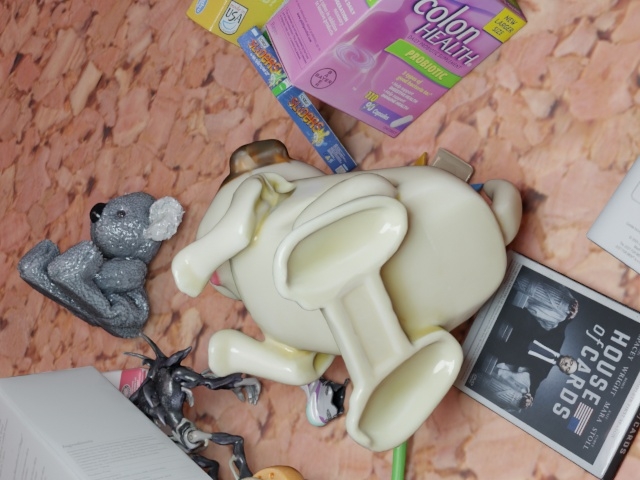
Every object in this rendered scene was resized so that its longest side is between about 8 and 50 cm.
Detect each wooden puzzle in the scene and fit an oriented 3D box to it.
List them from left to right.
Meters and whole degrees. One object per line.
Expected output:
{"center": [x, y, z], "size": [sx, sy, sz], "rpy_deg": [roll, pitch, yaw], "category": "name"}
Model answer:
{"center": [0.160, -0.076, 1.472], "size": [0.116, 0.014, 0.078], "rpy_deg": [47, 112, 41], "category": "wooden puzzle"}

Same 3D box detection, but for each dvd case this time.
{"center": [0.268, 0.135, 1.289], "size": [0.239, 0.029, 0.179], "rpy_deg": [30, 97, 44], "category": "dvd case"}

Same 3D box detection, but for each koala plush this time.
{"center": [-0.316, 0.017, 1.783], "size": [0.196, 0.203, 0.221], "rpy_deg": [0, 54, 54], "category": "koala plush"}

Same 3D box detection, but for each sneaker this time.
{"center": [0.008, 0.189, 1.502], "size": [0.069, 0.038, 0.098], "rpy_deg": [-30, 67, 29], "category": "sneaker"}

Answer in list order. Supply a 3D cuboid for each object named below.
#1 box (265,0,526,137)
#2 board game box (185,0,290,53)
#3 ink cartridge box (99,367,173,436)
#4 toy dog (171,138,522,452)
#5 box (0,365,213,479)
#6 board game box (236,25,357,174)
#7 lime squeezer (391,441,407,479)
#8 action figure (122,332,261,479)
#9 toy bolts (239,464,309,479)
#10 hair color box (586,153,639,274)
{"center": [0.096, -0.276, 1.458], "size": [0.243, 0.213, 0.117], "rpy_deg": [-41, 52, 24], "category": "box"}
{"center": [-0.010, -0.393, 1.576], "size": [0.064, 0.242, 0.316], "rpy_deg": [39, 103, 41], "category": "board game box"}
{"center": [-0.317, 0.283, 1.723], "size": [0.218, 0.092, 0.158], "rpy_deg": [-10, 70, 38], "category": "ink cartridge box"}
{"center": [0.000, 0.000, 1.384], "size": [0.395, 0.284, 0.408], "rpy_deg": [-45, 31, -19], "category": "toy dog"}
{"center": [-0.301, 0.344, 1.492], "size": [0.345, 0.168, 0.215], "rpy_deg": [33, 116, 41], "category": "box"}
{"center": [-0.031, -0.185, 1.551], "size": [0.035, 0.201, 0.136], "rpy_deg": [-36, 52, 4], "category": "board game box"}
{"center": [0.078, 0.183, 1.426], "size": [0.110, 0.059, 0.310], "rpy_deg": [-32, 57, 30], "category": "lime squeezer"}
{"center": [-0.167, 0.251, 1.570], "size": [0.164, 0.141, 0.275], "rpy_deg": [-42, 67, 27], "category": "action figure"}
{"center": [-0.020, 0.394, 1.369], "size": [0.228, 0.158, 0.218], "rpy_deg": [9, 82, 44], "category": "toy bolts"}
{"center": [0.457, -0.103, 1.142], "size": [0.185, 0.114, 0.374], "rpy_deg": [42, 105, 42], "category": "hair color box"}
